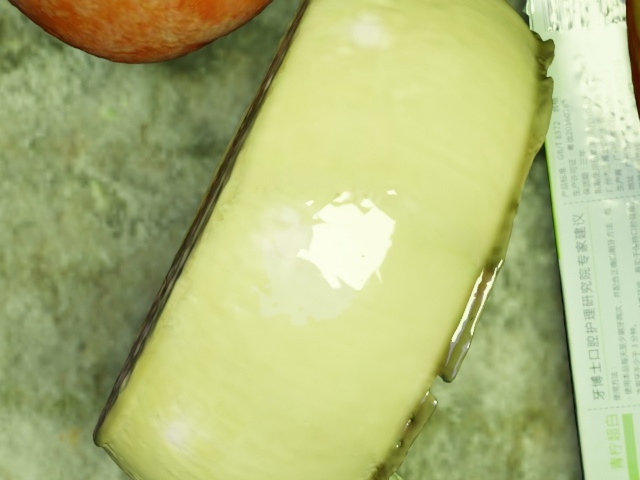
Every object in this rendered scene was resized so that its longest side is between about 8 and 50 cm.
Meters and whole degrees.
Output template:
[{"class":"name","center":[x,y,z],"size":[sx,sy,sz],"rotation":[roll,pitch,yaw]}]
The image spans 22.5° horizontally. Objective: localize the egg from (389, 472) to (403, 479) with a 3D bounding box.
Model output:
[{"class":"egg","center":[-0.022,0.158,0.828],"size":[0.152,0.114,0.114],"rotation":[-16,96,14]}]

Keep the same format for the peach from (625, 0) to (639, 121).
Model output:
[{"class":"peach","center":[0.299,-0.117,0.619],"size":[0.388,0.388,0.388],"rotation":[1,99,8]}]

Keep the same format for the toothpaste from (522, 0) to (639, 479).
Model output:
[{"class":"toothpaste","center":[0.150,0.018,0.797],"size":[0.067,0.081,0.336],"rotation":[-6,98,10]}]

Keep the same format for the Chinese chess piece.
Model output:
[{"class":"Chinese chess piece","center":[0.000,0.000,0.721],"size":[0.112,0.270,0.270],"rotation":[26,102,-6]}]

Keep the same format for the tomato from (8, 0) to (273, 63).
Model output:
[{"class":"tomato","center":[-0.082,-0.191,0.736],"size":[0.208,0.208,0.184],"rotation":[-40,111,12]}]
